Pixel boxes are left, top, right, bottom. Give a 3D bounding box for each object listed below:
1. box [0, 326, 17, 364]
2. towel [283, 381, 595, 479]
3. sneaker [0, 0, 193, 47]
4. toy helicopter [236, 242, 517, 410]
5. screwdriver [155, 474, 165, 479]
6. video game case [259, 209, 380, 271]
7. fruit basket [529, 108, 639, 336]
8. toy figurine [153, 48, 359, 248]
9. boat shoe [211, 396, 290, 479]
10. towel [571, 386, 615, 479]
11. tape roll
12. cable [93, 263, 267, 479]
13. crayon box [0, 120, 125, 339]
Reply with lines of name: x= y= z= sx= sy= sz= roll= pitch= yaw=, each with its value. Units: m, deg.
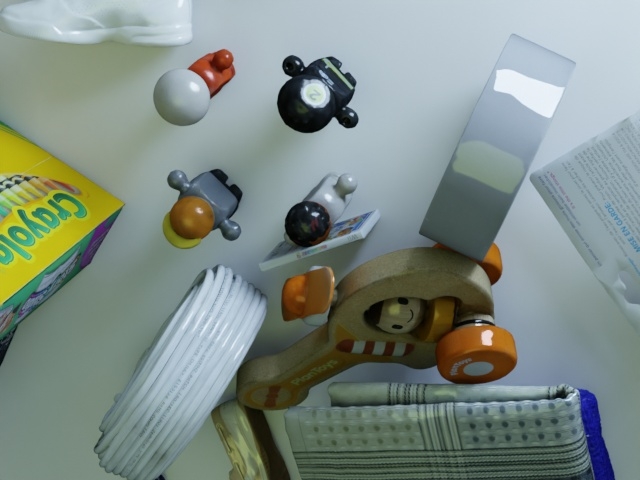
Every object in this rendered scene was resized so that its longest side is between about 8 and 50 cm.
box: x=-0.503 y=0.171 z=1.705 sx=0.179 sy=0.312 sz=0.343 roll=28 pitch=113 yaw=3
towel: x=0.139 y=0.286 z=1.639 sx=0.324 sy=0.056 sz=0.312 roll=-4 pitch=120 yaw=18
sneaker: x=-0.242 y=-0.258 z=1.629 sx=0.212 sy=0.080 sz=0.094 roll=1 pitch=104 yaw=3
toy helicopter: x=0.022 y=0.101 z=1.621 sx=0.235 sy=0.140 sz=0.355 roll=21 pitch=141 yaw=-37
screwdriver: x=-0.186 y=0.309 z=1.834 sx=0.025 sy=0.024 sz=0.170 roll=-3 pitch=117 yaw=46
video game case: x=0.000 y=0.000 z=1.642 sx=0.122 sy=0.087 sz=0.011 roll=-19 pitch=100 yaw=19
fruit basket: x=0.440 y=-0.020 z=1.515 sx=0.353 sy=0.165 sz=0.327 roll=-32 pitch=98 yaw=37
toy figurine: x=-0.066 y=-0.093 z=1.595 sx=0.213 sy=0.148 sz=0.209 roll=5 pitch=109 yaw=12
boat shoe: x=-0.080 y=0.263 z=1.769 sx=0.059 sy=0.063 sz=0.170 roll=-17 pitch=94 yaw=21
towel: x=0.228 y=0.324 z=1.702 sx=0.228 sy=0.076 sz=0.308 roll=-10 pitch=105 yaw=16
tape roll: x=0.174 y=-0.091 z=1.497 sx=0.072 sy=0.219 sz=0.219 roll=24 pitch=112 yaw=4
cable: x=-0.152 y=0.148 z=1.639 sx=0.089 sy=0.257 sz=0.257 roll=34 pitch=115 yaw=-5
crayon box: x=-0.413 y=-0.039 z=1.583 sx=0.313 sy=0.363 sz=0.106 roll=32 pitch=112 yaw=2
